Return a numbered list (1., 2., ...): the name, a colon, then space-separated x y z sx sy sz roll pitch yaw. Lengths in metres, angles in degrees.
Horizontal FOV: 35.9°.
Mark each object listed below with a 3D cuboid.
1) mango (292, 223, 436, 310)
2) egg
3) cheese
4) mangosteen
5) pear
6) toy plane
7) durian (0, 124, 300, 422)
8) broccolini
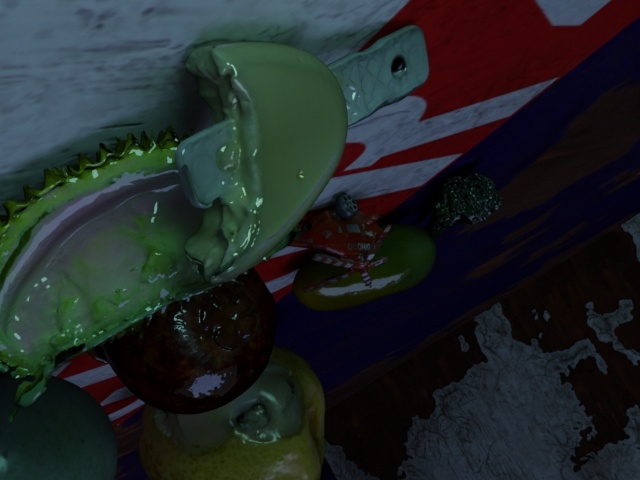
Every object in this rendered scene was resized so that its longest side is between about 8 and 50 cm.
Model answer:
1. mango: 0.051 0.033 1.204 0.191 0.085 0.122 -15 174 -14
2. egg: -0.286 0.210 0.942 0.169 0.169 0.236 -29 166 2
3. cheese: -0.004 -0.077 0.609 0.050 0.127 0.235 7 -151 43
4. mangosteen: -0.122 0.066 0.848 0.146 0.156 0.181 -52 -158 -11
5. pear: -0.119 0.268 1.384 0.271 0.271 0.271 -28 168 -7
6. toy plane: -0.005 0.004 0.981 0.194 0.077 0.126 -11 156 -32
7. durian: -0.134 0.003 0.631 0.221 0.137 0.095 -33 -158 -15
8. broccolini: 0.150 -0.034 1.232 0.091 0.068 0.202 -45 -175 -23
